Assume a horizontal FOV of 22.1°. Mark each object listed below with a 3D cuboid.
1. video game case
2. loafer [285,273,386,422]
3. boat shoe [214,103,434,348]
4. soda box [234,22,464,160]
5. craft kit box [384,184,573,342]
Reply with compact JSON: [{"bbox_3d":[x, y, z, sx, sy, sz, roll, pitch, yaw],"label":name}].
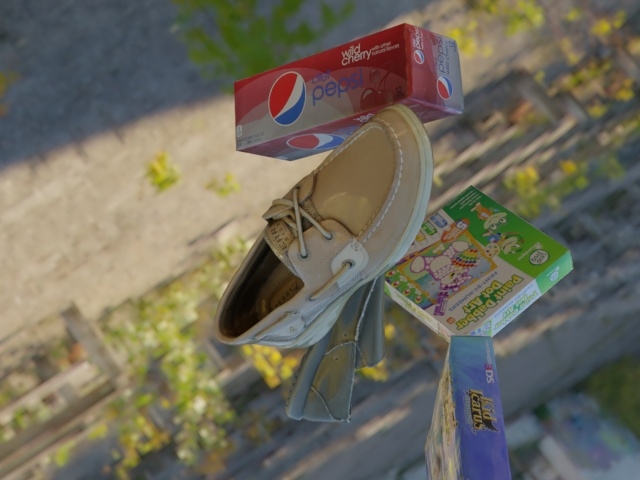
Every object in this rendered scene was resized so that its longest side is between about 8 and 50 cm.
[{"bbox_3d":[0.188,0.302,2.137,0.061,0.270,0.244,4,136,-6],"label":"video game case"},{"bbox_3d":[0.040,0.101,1.878,0.094,0.087,0.251,-68,179,-72],"label":"loafer"},{"bbox_3d":[0.000,0.000,1.672,0.110,0.122,0.341,-5,140,-39],"label":"boat shoe"},{"bbox_3d":[0.025,-0.155,1.760,0.263,0.084,0.092,-14,164,43],"label":"soda box"},{"bbox_3d":[0.250,0.047,2.752,0.250,0.246,0.061,-39,141,-17],"label":"craft kit box"}]
